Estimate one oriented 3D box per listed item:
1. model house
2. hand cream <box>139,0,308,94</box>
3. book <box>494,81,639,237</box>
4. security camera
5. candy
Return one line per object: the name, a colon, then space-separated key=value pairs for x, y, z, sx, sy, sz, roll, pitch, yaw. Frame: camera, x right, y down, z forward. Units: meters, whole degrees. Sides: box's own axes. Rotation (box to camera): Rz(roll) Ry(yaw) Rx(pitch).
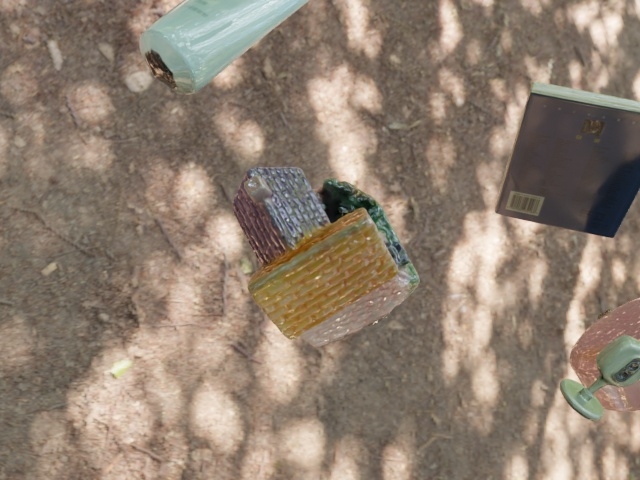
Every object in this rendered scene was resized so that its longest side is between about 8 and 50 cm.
model house: x=0.000 y=0.000 z=1.061 sx=0.237 sy=0.202 sz=0.237 roll=66 pitch=8 yaw=20
hand cream: x=-0.049 y=-0.254 z=0.732 sx=0.321 sy=0.109 sz=0.067 roll=-47 pitch=151 yaw=-28
book: x=0.371 y=-0.107 z=1.072 sx=0.190 sy=0.269 sz=0.025 roll=13 pitch=56 yaw=10
security camera: x=0.300 y=0.139 z=0.767 sx=0.058 sy=0.092 sz=0.058 roll=27 pitch=28 yaw=-16
candy: x=0.513 y=0.165 z=1.157 sx=0.255 sy=0.255 sz=0.094 roll=-35 pitch=95 yaw=-39
